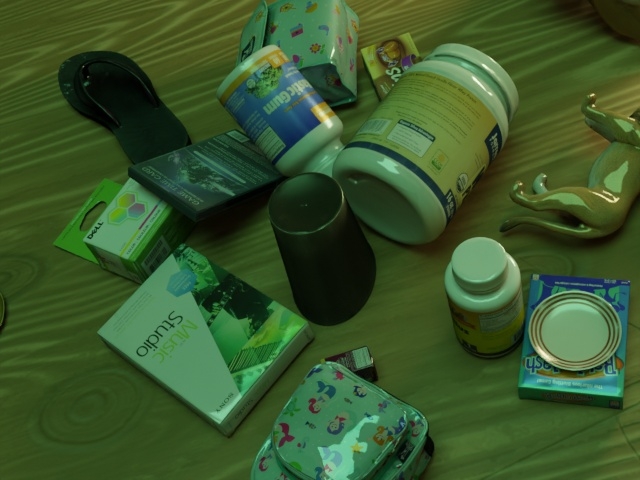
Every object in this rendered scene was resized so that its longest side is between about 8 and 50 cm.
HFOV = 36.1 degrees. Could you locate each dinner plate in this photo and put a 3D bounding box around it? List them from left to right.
[{"bbox_3d":[0.398,0.142,1.537,0.141,0.017,0.141,-8,54,11],"label":"dinner plate"}]

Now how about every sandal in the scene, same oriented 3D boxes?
[{"bbox_3d":[-0.421,-0.305,2.077,0.167,0.107,0.446,-39,55,-13],"label":"sandal"}]

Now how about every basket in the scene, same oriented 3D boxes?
[{"bbox_3d":[0.000,0.000,1.674,0.154,0.227,0.204,0,55,15],"label":"basket"}]

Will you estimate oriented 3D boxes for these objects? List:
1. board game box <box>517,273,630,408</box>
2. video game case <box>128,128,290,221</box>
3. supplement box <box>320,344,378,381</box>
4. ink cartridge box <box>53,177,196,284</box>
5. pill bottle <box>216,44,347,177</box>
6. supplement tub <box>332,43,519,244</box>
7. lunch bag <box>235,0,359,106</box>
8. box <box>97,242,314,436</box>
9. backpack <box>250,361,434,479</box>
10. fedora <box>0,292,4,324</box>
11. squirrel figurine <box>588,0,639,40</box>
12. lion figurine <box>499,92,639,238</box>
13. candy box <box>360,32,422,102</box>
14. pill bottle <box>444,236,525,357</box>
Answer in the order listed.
[{"bbox_3d":[0.406,0.157,1.566,0.160,0.047,0.210,3,57,17],"label":"board game box"},{"bbox_3d":[-0.197,-0.130,1.868,0.196,0.026,0.274,32,41,31],"label":"video game case"},{"bbox_3d":[0.048,0.213,1.618,0.083,0.055,0.043,-17,53,2],"label":"supplement box"},{"bbox_3d":[-0.388,-0.044,1.892,0.255,0.097,0.189,20,63,25],"label":"ink cartridge box"},{"bbox_3d":[-0.054,-0.217,1.833,0.152,0.152,0.272,-41,89,-14],"label":"pill bottle"},{"bbox_3d":[0.192,-0.174,1.743,0.228,0.228,0.316,25,66,29],"label":"supplement tub"},{"bbox_3d":[-0.064,-0.378,2.006,0.262,0.160,0.223,-10,58,23],"label":"lunch bag"},{"bbox_3d":[-0.204,0.165,1.719,0.322,0.058,0.232,30,68,29],"label":"box"},{"bbox_3d":[0.024,0.328,1.471,0.225,0.191,0.253,28,72,29],"label":"backpack"},{"bbox_3d":[-0.700,0.138,1.858,0.194,0.079,0.194,-7,54,10],"label":"fedora"},{"bbox_3d":[0.621,-0.622,1.927,0.397,0.281,0.370,19,56,23],"label":"squirrel figurine"},{"bbox_3d":[0.511,-0.113,1.694,0.240,0.142,0.392,36,85,24],"label":"lion figurine"},{"bbox_3d":[0.159,-0.325,1.970,0.109,0.053,0.186,-19,52,2],"label":"candy box"},{"bbox_3d":[0.259,0.088,1.549,0.117,0.215,0.117,-7,54,10],"label":"pill bottle"}]
